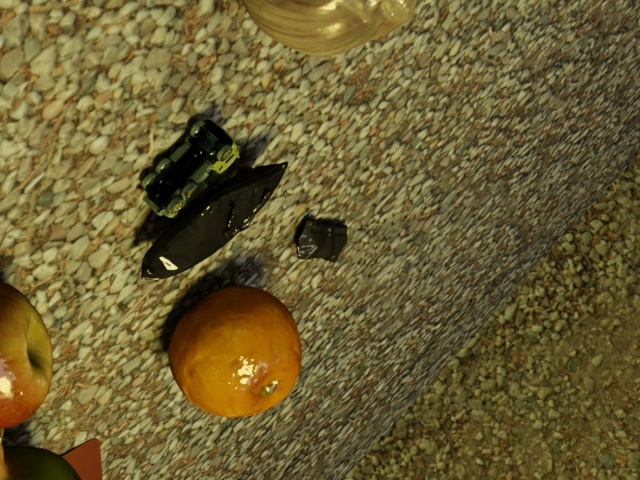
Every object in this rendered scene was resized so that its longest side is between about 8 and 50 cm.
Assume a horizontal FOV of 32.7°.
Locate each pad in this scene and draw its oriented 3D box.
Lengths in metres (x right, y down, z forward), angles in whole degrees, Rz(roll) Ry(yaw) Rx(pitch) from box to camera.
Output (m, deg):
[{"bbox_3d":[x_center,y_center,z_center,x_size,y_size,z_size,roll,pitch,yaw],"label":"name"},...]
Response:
[{"bbox_3d":[-0.525,0.507,2.115,0.267,0.004,0.181,-29,130,-44],"label":"pad"}]

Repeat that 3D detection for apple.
[{"bbox_3d":[-0.480,0.162,1.539,0.173,0.210,0.235,-10,137,0],"label":"apple"}]

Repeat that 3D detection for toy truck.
[{"bbox_3d":[-0.205,-0.107,1.741,0.169,0.077,0.100,-48,166,-3],"label":"toy truck"}]

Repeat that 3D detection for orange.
[{"bbox_3d":[-0.163,0.211,2.091,0.261,0.261,0.261,-38,154,-22],"label":"orange"}]

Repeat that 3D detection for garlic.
[{"bbox_3d":[0.019,-0.384,1.485,0.317,0.259,0.317,-42,154,-26],"label":"garlic"}]

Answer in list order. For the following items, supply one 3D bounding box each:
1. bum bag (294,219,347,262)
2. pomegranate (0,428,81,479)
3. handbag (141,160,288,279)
[{"bbox_3d":[0.000,0.000,2.278,0.197,0.049,0.087,6,98,-61],"label":"bum bag"},{"bbox_3d":[-0.519,0.456,1.809,0.290,0.291,0.323,-31,151,-33],"label":"pomegranate"},{"bbox_3d":[-0.172,-0.037,1.834,0.211,0.089,0.254,-45,173,34],"label":"handbag"}]
